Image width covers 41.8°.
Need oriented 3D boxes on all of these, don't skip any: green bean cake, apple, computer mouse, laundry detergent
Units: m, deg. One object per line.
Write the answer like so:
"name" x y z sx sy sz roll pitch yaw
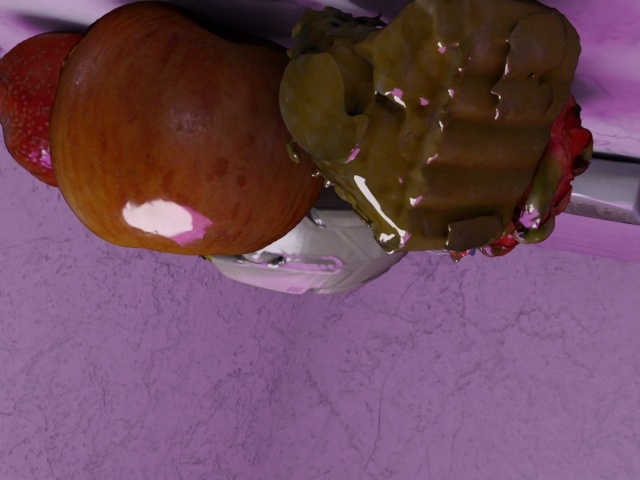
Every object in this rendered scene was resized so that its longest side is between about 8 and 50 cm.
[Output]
"green bean cake" 0.080 -0.162 0.879 0.202 0.285 0.310 -6 -146 -33
"apple" -0.181 -0.138 1.163 0.400 0.333 0.400 22 -163 -7
"computer mouse" -0.002 0.002 1.646 0.429 0.228 0.145 -4 -144 -7
"laundry detergent" 0.469 -0.098 1.543 0.280 0.105 0.215 10 178 35

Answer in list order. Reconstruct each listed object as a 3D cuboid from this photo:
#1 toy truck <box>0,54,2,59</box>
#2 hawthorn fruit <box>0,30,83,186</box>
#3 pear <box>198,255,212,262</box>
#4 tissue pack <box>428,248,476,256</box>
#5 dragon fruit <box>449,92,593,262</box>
"toy truck" -0.815 -0.405 1.837 0.227 0.098 0.114 16 -178 4
"hawthorn fruit" -0.400 -0.246 1.490 0.369 0.284 0.285 -11 167 24
"pear" -0.163 -0.124 1.799 0.238 0.318 0.342 0 -136 -17
"tissue pack" 0.210 -0.097 1.517 0.145 0.229 0.159 14 176 -16
"dragon fruit" 0.229 -0.101 1.107 0.303 0.237 0.231 -29 -167 -41
